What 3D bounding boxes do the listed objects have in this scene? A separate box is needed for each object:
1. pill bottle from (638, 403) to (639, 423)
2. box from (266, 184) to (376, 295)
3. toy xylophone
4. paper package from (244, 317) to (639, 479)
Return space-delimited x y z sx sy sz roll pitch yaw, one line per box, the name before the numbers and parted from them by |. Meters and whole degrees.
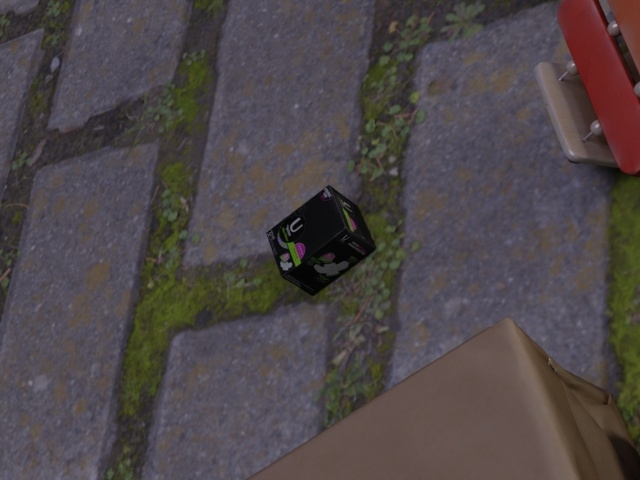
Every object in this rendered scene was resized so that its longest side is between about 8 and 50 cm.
pill bottle | 0.277 0.176 0.932 0.086 0.086 0.152 -25 52 28
box | 0.000 0.000 1.296 0.083 0.052 0.062 -36 48 18
toy xylophone | 0.303 -0.206 1.094 0.322 0.081 0.236 -52 39 31
paper package | 0.090 0.273 0.977 0.325 0.168 0.309 -35 48 21
